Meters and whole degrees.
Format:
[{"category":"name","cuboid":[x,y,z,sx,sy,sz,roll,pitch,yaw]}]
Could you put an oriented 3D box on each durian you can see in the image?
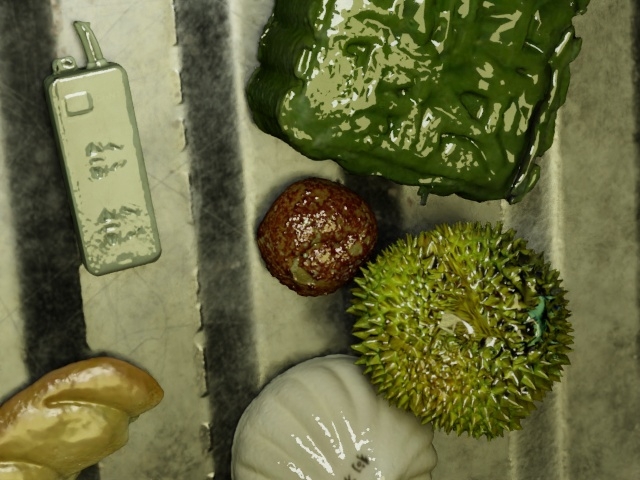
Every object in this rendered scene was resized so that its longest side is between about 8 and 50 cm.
[{"category":"durian","cuboid":[0.178,0.106,1.974,0.291,0.224,0.291,9,76,-40]}]

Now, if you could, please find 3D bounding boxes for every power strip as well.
[{"category":"power strip","cuboid":[-0.252,-0.106,1.896,0.093,0.053,0.288,-14,107,-14]}]

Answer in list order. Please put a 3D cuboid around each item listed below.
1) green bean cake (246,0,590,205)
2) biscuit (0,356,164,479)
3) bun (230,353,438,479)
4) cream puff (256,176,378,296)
[{"category":"green bean cake","cuboid":[0.108,-0.217,1.903,0.319,0.218,0.335,13,96,-20]},{"category":"biscuit","cuboid":[-0.326,0.251,1.957,0.154,0.045,0.299,37,89,-20]},{"category":"bun","cuboid":[0.033,0.281,2.012,0.263,0.175,0.263,-4,101,-18]},{"category":"cream puff","cuboid":[0.000,0.000,1.985,0.149,0.084,0.149,-3,103,-15]}]
